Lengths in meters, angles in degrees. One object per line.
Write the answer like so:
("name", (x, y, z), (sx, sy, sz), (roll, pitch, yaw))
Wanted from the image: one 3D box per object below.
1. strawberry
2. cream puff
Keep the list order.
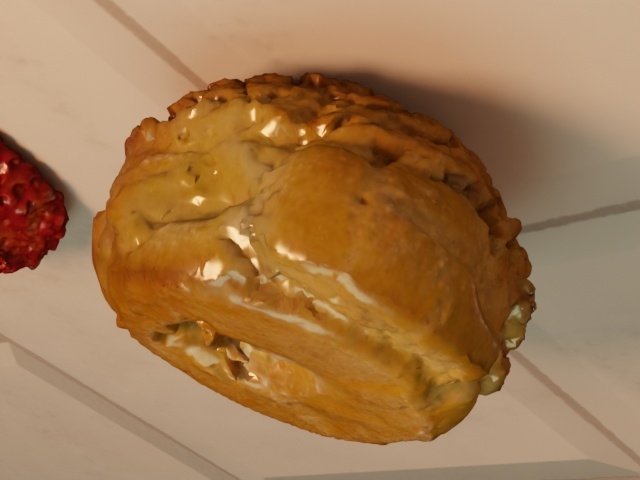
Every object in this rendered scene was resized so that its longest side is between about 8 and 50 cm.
("strawberry", (-0.358, -0.035, 1.137), (0.190, 0.111, 0.236), (6, 148, 23))
("cream puff", (0.000, 0.000, 0.890), (0.327, 0.231, 0.343), (27, 156, -7))
